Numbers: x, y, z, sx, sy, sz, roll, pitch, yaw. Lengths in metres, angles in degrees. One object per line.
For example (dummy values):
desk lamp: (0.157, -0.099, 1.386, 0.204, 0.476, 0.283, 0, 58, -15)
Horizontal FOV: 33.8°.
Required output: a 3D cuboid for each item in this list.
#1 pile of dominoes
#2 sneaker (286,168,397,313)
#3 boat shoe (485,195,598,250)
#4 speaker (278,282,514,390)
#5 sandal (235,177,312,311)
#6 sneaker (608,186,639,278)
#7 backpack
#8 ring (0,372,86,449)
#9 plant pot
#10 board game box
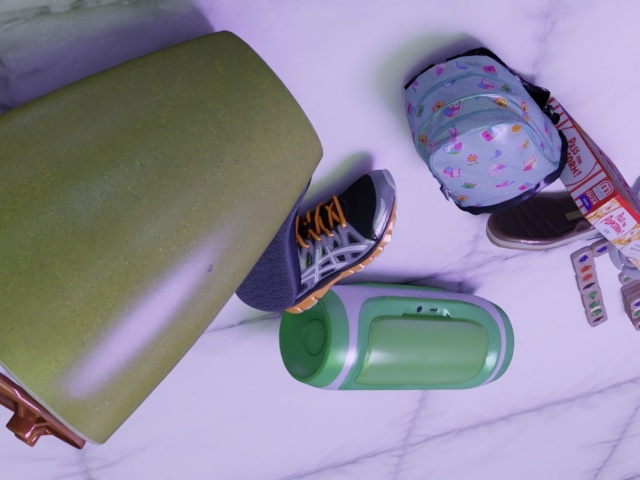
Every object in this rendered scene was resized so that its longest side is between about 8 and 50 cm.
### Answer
pile of dominoes: (0.468, 0.049, 1.504, 0.196, 0.040, 0.251, -27, 146, 5)
sneaker: (0.000, 0.000, 1.131, 0.083, 0.084, 0.215, 22, 124, -35)
boat shoe: (0.278, -0.013, 1.293, 0.190, 0.068, 0.072, -7, 154, -24)
speaker: (0.099, 0.123, 1.312, 0.296, 0.131, 0.131, 6, 136, -35)
sandal: (-0.057, -0.037, 1.056, 0.097, 0.054, 0.254, 14, 133, 8)
sneaker: (0.457, -0.053, 1.336, 0.094, 0.090, 0.235, -14, 147, -41)
backpack: (0.163, -0.106, 1.053, 0.152, 0.115, 0.182, -31, 142, 15)
ring: (-0.341, 0.086, 0.866, 0.032, 0.336, 0.336, -58, 151, -19)
plant pot: (-0.152, -0.033, 0.870, 0.293, 0.275, 0.275, -40, 146, -7)
board game box: (0.312, -0.057, 1.177, 0.045, 0.147, 0.193, -36, 144, 18)
